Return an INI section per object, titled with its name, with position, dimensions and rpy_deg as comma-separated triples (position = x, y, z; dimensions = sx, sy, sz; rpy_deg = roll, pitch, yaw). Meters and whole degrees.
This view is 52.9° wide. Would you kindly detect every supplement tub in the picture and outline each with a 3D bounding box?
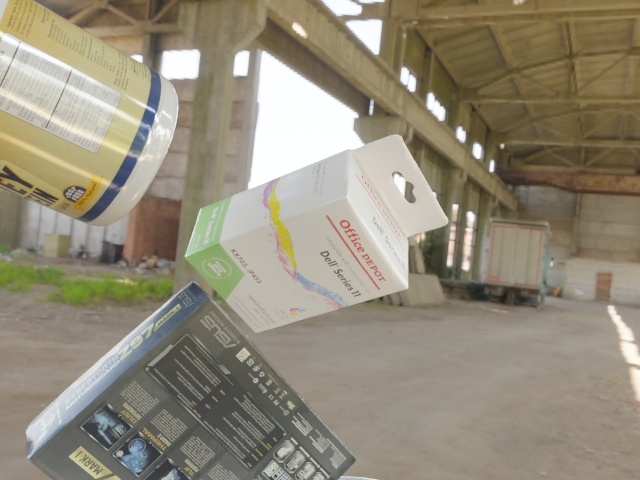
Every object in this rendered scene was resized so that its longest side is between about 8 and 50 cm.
[supplement tub]
position = -0.365, -0.173, 0.793
dimensions = 0.316, 0.228, 0.228
rpy_deg = 26, -12, -34

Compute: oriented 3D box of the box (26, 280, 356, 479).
[box]
position = -0.102, 0.180, 0.565
dimensions = 0.232, 0.183, 0.059
rpy_deg = 52, -13, -25

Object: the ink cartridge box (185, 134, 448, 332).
[ink cartridge box]
position = 0.000, 0.000, 0.987
dimensions = 0.354, 0.119, 0.207
rpy_deg = -20, -52, 24

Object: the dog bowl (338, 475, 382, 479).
[dog bowl]
position = -0.055, 0.359, 0.783
dimensions = 0.349, 0.102, 0.349
rpy_deg = -3, -13, -1
